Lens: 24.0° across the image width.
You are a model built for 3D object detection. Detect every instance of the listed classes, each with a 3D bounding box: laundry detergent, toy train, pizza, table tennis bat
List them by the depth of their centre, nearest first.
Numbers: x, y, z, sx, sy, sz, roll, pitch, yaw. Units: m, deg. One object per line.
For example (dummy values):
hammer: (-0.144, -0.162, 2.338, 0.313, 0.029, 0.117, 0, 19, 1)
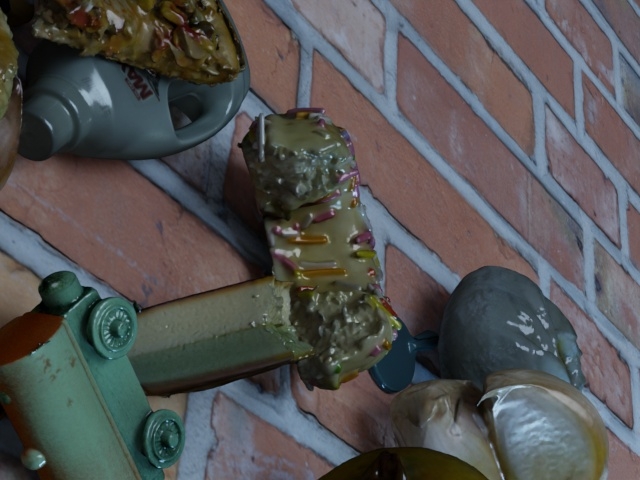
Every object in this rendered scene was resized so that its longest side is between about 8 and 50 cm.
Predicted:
toy train: (-0.252, 0.177, 1.580, 0.177, 0.116, 0.285, -47, 130, -39)
pizza: (-0.224, -0.310, 1.766, 0.288, 0.074, 0.251, 9, 55, -45)
laundry detergent: (-0.239, -0.196, 1.826, 0.264, 0.125, 0.398, 58, 34, -15)
table tennis bat: (0.127, 0.166, 2.322, 0.201, 0.033, 0.124, -9, 85, -57)

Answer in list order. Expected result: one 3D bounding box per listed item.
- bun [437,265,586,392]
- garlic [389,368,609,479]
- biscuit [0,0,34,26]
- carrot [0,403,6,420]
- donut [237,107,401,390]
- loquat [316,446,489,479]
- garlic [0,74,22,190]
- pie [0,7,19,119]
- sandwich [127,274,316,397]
bun: (0.322, 0.202, 2.441, 0.354, 0.194, 0.354, -10, 90, -68)
garlic: (0.254, 0.307, 2.198, 0.249, 0.286, 0.313, -45, 111, -46)
biscuit: (-0.415, -0.268, 1.658, 0.197, 0.049, 0.301, 58, 33, -17)
carrot: (-0.327, 0.149, 1.579, 0.042, 0.042, 0.170, 59, 34, -21)
donut: (0.002, 0.007, 2.003, 0.307, 0.150, 0.371, -100, 176, -88)
loquat: (0.107, 0.432, 1.866, 0.328, 0.328, 0.359, -53, 138, -55)
garlic: (-0.385, -0.077, 1.519, 0.207, 0.115, 0.128, -28, 92, -45)
pie: (-0.442, -0.177, 1.409, 0.339, 0.083, 0.339, 17, 50, -22)
sandwich: (-0.124, 0.113, 1.788, 0.220, 0.186, 0.108, 1, 71, -58)
